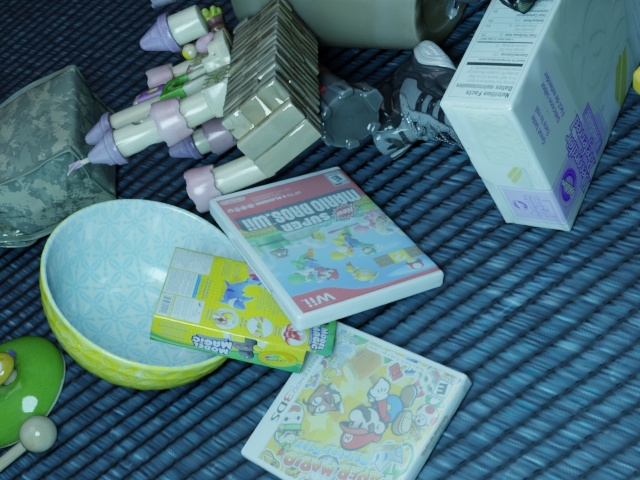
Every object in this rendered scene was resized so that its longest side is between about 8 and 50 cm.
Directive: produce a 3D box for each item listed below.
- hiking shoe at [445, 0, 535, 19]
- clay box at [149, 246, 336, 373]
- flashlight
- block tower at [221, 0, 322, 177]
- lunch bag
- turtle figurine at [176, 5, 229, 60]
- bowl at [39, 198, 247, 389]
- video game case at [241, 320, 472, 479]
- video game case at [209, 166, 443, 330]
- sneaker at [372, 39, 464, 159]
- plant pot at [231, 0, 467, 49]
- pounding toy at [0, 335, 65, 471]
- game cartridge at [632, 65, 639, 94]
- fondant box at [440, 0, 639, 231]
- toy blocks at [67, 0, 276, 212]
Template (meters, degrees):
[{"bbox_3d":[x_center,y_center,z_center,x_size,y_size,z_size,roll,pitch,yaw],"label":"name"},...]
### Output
[{"bbox_3d":[0.230,-0.312,1.123,0.227,0.114,0.086,-15,40,-15],"label":"hiking shoe"},{"bbox_3d":[-0.092,0.090,1.301,0.222,0.053,0.127,15,43,-4],"label":"clay box"},{"bbox_3d":[-0.002,-0.191,1.447,0.103,0.103,0.304,-1,18,-13],"label":"flashlight"},{"bbox_3d":[-0.061,-0.219,1.368,0.097,0.091,0.335,-36,27,18],"label":"block tower"},{"bbox_3d":[-0.504,-0.127,1.766,0.287,0.169,0.235,-23,46,12],"label":"lunch bag"},{"bbox_3d":[-0.164,-0.332,1.757,0.269,0.087,0.217,-47,36,5],"label":"turtle figurine"},{"bbox_3d":[-0.243,0.099,1.388,0.289,0.289,0.156,-100,27,-42],"label":"bowl"},{"bbox_3d":[0.038,0.212,1.222,0.227,0.026,0.206,19,69,42],"label":"video game case"},{"bbox_3d":[0.000,0.000,1.348,0.204,0.025,0.285,-16,39,-22],"label":"video game case"},{"bbox_3d":[0.152,-0.152,1.392,0.153,0.101,0.268,-38,42,11],"label":"sneaker"},{"bbox_3d":[0.066,-0.415,1.537,0.280,0.323,0.323,24,71,27],"label":"plant pot"},{"bbox_3d":[-0.480,0.221,1.509,0.183,0.110,0.237,-29,44,12],"label":"pounding toy"},{"bbox_3d":[0.545,-0.159,1.073,0.285,0.052,0.323,-41,67,-1],"label":"game cartridge"},{"bbox_3d":[0.285,-0.213,1.242,0.096,0.238,0.330,11,63,37],"label":"fondant box"},{"bbox_3d":[-0.236,-0.214,1.504,0.260,0.309,0.288,-21,24,11],"label":"toy blocks"}]
